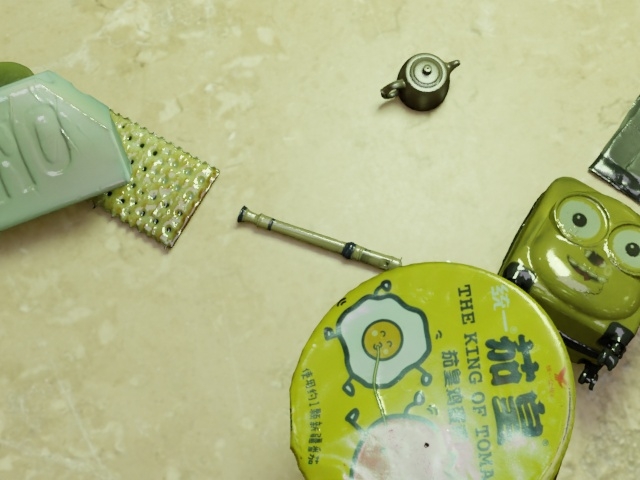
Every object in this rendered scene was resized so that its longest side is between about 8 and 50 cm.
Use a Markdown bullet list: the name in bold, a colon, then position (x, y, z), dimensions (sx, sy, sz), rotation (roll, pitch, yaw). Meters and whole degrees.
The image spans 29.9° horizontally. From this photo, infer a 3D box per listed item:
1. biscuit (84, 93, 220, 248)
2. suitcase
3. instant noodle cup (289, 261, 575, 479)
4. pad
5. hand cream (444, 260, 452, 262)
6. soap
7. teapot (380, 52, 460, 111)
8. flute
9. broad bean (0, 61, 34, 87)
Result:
- **biscuit**: position (-0.269, -0.096, 1.651), dimensions (0.231, 0.016, 0.139), rotation (29, 74, 6)
- **suitcase**: position (0.337, 0.043, 1.554), dimensions (0.193, 0.143, 0.235), rotation (29, 61, 5)
- **instant noodle cup**: position (0.151, 0.214, 1.419), dimensions (0.325, 0.254, 0.326), rotation (-6, 69, 16)
- **pad**: position (0.516, -0.098, 1.685), dimensions (0.233, 0.022, 0.174), rotation (34, 76, 9)
- **hand cream**: position (0.215, 0.120, 1.592), dimensions (0.078, 0.050, 0.205), rotation (-43, 75, -8)
- **soap**: position (-0.410, -0.109, 1.566), dimensions (0.289, 0.095, 0.173), rotation (-20, 105, -3)
- **teapot**: position (0.139, -0.225, 1.680), dimensions (0.121, 0.068, 0.076), rotation (-19, 75, -8)
- **flute**: position (0.000, 0.000, 1.629), dimensions (0.233, 0.027, 0.027), rotation (18, 73, 3)
- **broad bean**: position (-0.470, -0.182, 1.635), dimensions (0.174, 0.082, 0.125), rotation (-9, 77, -5)
